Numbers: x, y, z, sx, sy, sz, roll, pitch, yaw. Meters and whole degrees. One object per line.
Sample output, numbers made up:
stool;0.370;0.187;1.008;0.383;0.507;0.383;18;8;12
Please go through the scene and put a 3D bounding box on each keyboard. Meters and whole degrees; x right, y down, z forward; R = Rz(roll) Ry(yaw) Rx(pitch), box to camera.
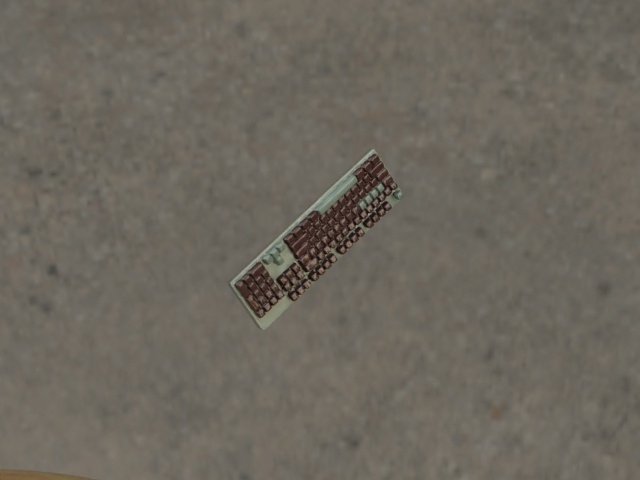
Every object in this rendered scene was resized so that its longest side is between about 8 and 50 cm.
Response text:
keyboard;0.000;0.000;1.277;0.166;0.055;0.017;-44;31;-20

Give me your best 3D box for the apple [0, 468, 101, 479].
apple;-0.190;0.321;0.939;0.347;0.391;0.391;1;47;9
